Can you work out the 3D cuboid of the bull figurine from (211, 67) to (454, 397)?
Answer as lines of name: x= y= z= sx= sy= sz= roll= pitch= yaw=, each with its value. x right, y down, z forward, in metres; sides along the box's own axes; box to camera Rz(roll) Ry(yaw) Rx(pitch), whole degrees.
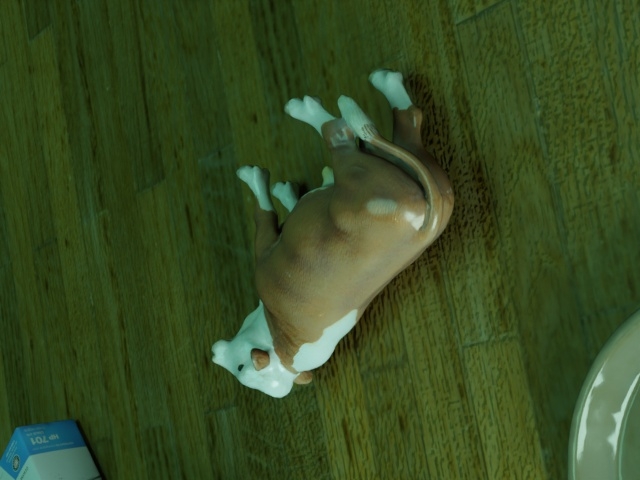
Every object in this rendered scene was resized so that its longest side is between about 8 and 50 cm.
bull figurine: x=0.000 y=0.000 z=1.055 sx=0.310 sy=0.101 sz=0.188 roll=-42 pitch=58 yaw=42

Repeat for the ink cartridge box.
ink cartridge box: x=-0.304 y=0.325 z=1.445 sx=0.191 sy=0.082 sz=0.140 roll=57 pitch=131 yaw=34

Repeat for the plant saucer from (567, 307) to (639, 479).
plant saucer: x=0.274 y=0.159 z=0.783 sx=0.278 sy=0.041 sz=0.278 roll=3 pitch=94 yaw=51
